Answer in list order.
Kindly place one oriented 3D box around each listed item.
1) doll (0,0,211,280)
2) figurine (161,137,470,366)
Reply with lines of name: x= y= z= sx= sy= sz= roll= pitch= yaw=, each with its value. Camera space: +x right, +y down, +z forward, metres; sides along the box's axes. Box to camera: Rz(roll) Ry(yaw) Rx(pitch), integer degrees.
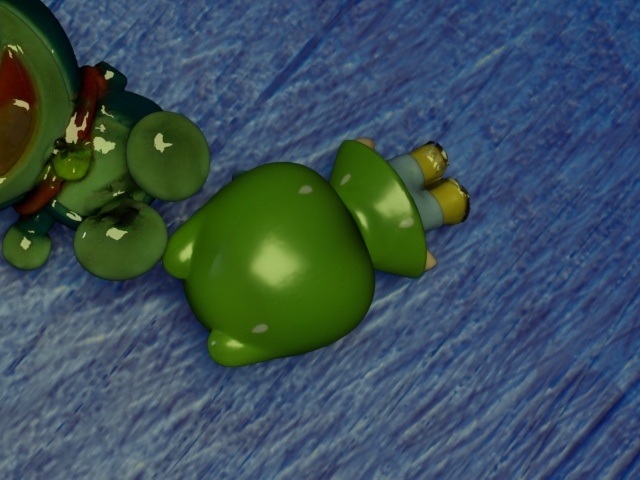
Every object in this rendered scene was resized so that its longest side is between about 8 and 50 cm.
doll: x=-0.256 y=-0.096 z=1.541 sx=0.322 sy=0.186 sz=0.198 roll=32 pitch=98 yaw=-17
figurine: x=0.000 y=0.000 z=1.599 sx=0.263 sy=0.143 sz=0.162 roll=-27 pitch=94 yaw=-23
